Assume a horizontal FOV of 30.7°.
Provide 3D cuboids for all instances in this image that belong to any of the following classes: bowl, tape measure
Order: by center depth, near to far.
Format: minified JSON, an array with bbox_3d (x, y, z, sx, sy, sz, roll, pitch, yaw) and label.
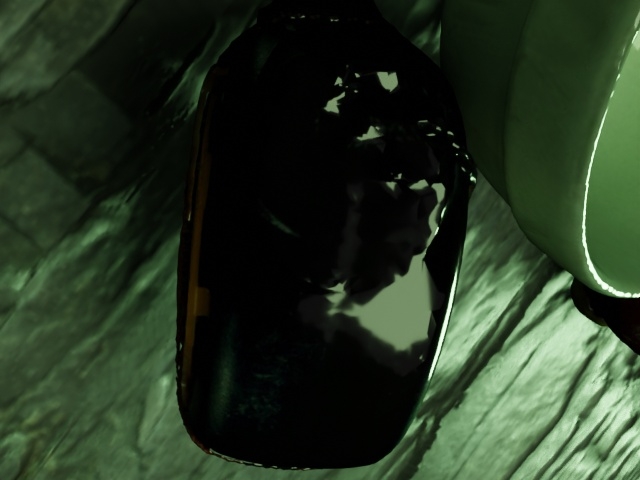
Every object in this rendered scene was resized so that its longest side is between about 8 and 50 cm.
[{"bbox_3d":[0.000,0.000,0.557,0.135,0.202,0.223,7,110,-7],"label":"tape measure"},{"bbox_3d":[0.177,-0.132,0.595,0.307,0.163,0.307,-30,139,-30],"label":"bowl"}]

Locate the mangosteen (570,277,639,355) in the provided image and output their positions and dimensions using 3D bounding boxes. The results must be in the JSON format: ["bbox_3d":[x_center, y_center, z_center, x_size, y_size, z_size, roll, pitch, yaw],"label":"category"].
[{"bbox_3d":[0.252,0.023,0.837,0.152,0.152,0.153,-20,126,-30],"label":"mangosteen"}]
